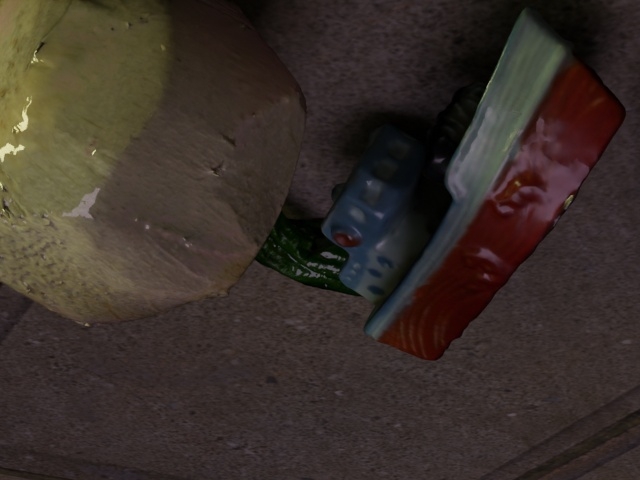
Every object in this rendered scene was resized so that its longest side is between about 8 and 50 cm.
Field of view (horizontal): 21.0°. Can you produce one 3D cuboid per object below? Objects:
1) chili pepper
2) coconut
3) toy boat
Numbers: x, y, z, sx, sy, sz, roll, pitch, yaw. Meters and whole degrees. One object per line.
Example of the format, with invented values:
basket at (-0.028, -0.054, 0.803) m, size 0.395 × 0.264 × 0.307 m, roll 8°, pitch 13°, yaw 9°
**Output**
chili pepper at (-0.006, 0.000, 1.345) m, size 0.073 × 0.050 × 0.182 m, roll -16°, pitch 146°, yaw 43°
coconut at (-0.118, -0.059, 1.056) m, size 0.230 × 0.227 × 0.227 m, roll 26°, pitch 144°, yaw -37°
toy boat at (0.094, -0.047, 1.166) m, size 0.133 × 0.145 × 0.332 m, roll 33°, pitch 148°, yaw 0°
